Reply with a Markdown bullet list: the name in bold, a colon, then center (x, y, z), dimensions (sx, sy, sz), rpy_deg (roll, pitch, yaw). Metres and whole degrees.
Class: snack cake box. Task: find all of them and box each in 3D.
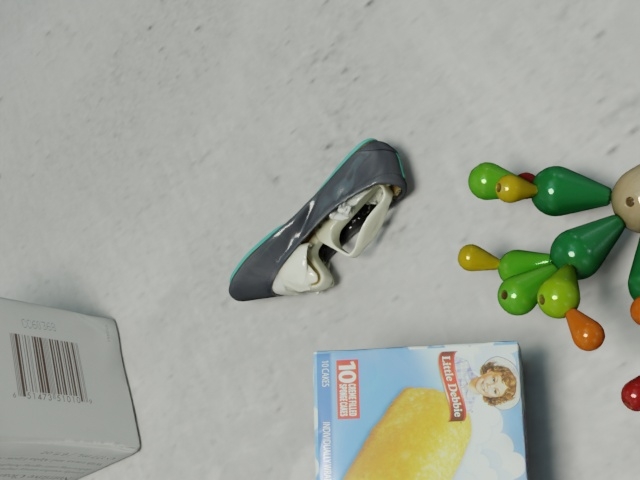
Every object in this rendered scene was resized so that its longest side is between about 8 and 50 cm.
- **snack cake box**: center (0.078, 0.212, 0.754), dimensions (0.152, 0.089, 0.264), rpy_deg (-5, 74, 10)

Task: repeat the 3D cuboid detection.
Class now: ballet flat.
- **ballet flat**: center (0.000, 0.000, 0.913), dimensions (0.203, 0.074, 0.074), rpy_deg (-45, 57, 16)

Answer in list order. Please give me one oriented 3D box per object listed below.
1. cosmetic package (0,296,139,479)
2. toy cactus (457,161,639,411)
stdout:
- **cosmetic package**: center (-0.402, 0.203, 1.063), dimensions (0.385, 0.217, 0.156), rpy_deg (-30, 62, 28)
- **toy cactus**: center (0.209, 0.003, 0.753), dimensions (0.180, 0.112, 0.219), rpy_deg (-39, 49, -1)
